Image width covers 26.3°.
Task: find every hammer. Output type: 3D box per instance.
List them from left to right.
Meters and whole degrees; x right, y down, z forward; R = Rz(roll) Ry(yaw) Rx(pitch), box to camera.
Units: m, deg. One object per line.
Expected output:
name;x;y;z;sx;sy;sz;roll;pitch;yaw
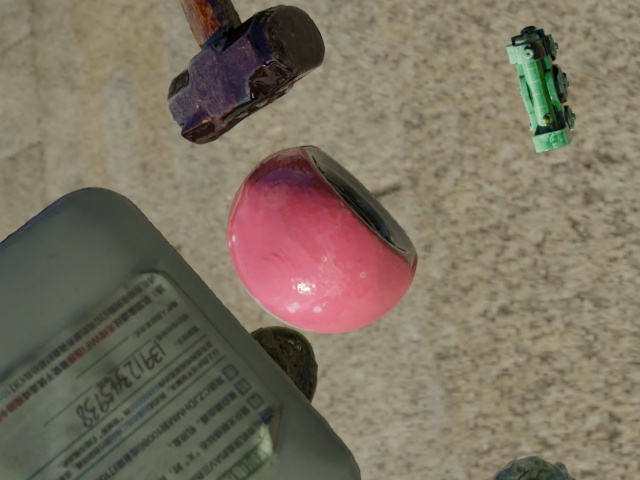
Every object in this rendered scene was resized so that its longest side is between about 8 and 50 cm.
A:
hammer;-0.167;-0.332;1.625;0.242;0.095;0.409;-22;97;53

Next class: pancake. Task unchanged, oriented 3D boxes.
pancake;-0.044;0.139;1.425;0.017;0.108;0.108;-31;63;55

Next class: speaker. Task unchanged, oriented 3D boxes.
speaker;0.000;0.000;1.994;0.294;0.294;0.294;-7;80;41

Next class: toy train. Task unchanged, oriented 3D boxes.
toy train;0.310;-0.213;1.922;0.071;0.104;0.178;-13;99;19

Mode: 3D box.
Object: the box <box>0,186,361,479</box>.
box;-0.216;0.204;1.201;0.396;0.396;0.111;49;160;5

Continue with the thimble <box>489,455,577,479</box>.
thimble;0.274;0.385;1.778;0.185;0.211;0.149;35;117;-1
